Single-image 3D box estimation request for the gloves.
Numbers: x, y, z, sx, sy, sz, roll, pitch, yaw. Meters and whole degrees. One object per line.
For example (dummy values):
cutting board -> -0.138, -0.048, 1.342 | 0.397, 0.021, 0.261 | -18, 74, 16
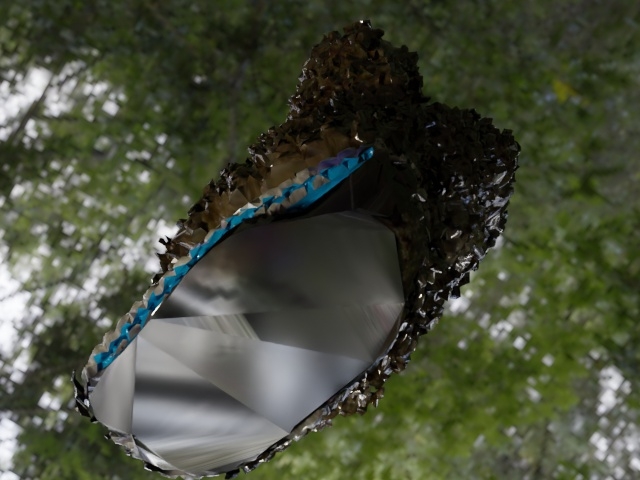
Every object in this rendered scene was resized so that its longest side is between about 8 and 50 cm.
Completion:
gloves -> 0.007, 0.000, 0.675 | 0.135, 0.210, 0.312 | 28, -169, 11
